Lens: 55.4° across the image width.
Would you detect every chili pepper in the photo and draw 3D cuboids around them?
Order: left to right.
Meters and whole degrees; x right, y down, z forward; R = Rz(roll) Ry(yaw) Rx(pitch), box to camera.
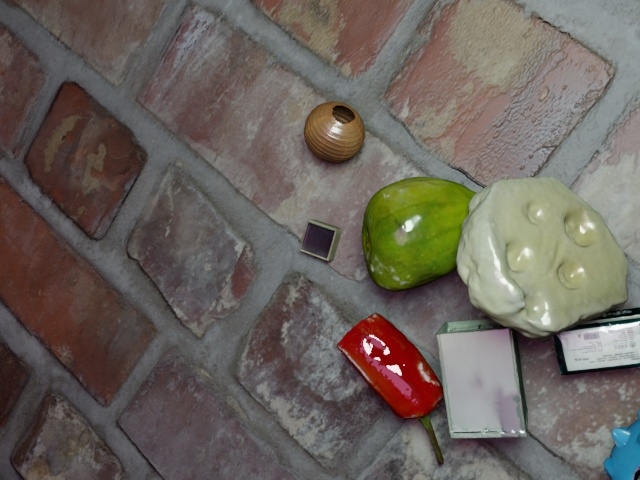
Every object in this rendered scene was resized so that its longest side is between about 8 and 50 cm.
[{"bbox_3d":[0.188,0.312,1.297,0.131,0.134,0.338,-41,75,7],"label":"chili pepper"}]

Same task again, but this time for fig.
[{"bbox_3d":[0.225,-0.026,1.248,0.233,0.314,0.233,36,136,45],"label":"fig"}]

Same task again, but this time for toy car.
[{"bbox_3d":[0.622,0.383,1.082,0.255,0.188,0.190,-45,39,5],"label":"toy car"}]

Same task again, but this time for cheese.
[{"bbox_3d":[0.400,0.035,1.100,0.326,0.318,0.115,34,148,-2],"label":"cheese"}]

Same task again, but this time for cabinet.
[{"bbox_3d":[0.326,0.268,1.221,0.145,0.150,0.205,-8,90,20],"label":"cabinet"}]

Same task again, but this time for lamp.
[{"bbox_3d":[0.030,-0.236,1.335,0.137,0.136,0.136,2,94,24],"label":"lamp"}]

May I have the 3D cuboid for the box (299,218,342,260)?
[{"bbox_3d":[0.000,0.000,1.414,0.080,0.035,0.083,19,100,22],"label":"box"}]

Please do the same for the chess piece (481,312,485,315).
[{"bbox_3d":[0.333,0.092,1.258,0.066,0.066,0.122,-21,89,24],"label":"chess piece"}]

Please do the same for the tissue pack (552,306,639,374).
[{"bbox_3d":[0.536,0.191,1.157,0.170,0.090,0.103,-11,90,26],"label":"tissue pack"}]
